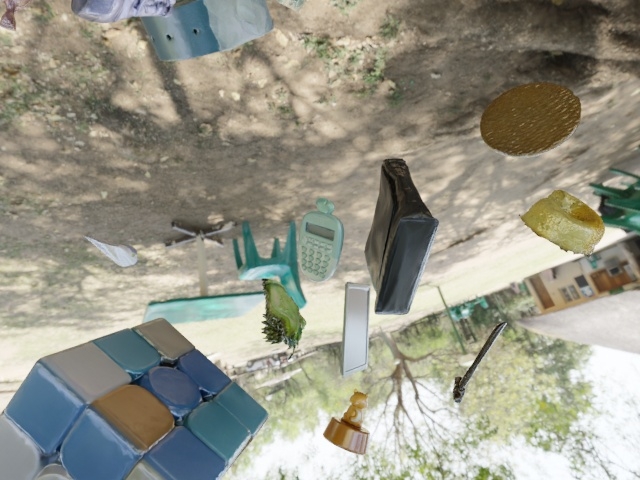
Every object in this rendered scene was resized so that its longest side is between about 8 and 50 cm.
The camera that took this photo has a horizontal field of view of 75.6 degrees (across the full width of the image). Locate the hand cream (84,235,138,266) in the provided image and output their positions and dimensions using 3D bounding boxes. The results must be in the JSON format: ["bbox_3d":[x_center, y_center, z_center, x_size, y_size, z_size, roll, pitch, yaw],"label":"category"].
[{"bbox_3d":[-0.467,0.022,0.947,0.084,0.053,0.142,16,160,11],"label":"hand cream"}]

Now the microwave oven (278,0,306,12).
[{"bbox_3d":[-0.054,-0.664,0.884,0.240,0.194,0.145,-43,-175,25],"label":"microwave oven"}]

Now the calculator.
[{"bbox_3d":[0.000,0.000,0.730,0.095,0.152,0.021,19,-166,37],"label":"calculator"}]

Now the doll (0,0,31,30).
[{"bbox_3d":[-0.621,-0.552,0.824,0.093,0.261,0.211,2,-175,-29],"label":"doll"}]

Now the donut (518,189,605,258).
[{"bbox_3d":[0.492,-0.036,0.820,0.181,0.146,0.078,-14,139,-47],"label":"donut"}]

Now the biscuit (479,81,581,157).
[{"bbox_3d":[0.595,-0.343,1.180,0.262,0.261,0.037,-25,144,15],"label":"biscuit"}]

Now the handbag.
[{"bbox_3d":[0.144,-0.007,0.780,0.080,0.222,0.246,5,127,-4],"label":"handbag"}]

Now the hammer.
[{"bbox_3d":[0.282,0.212,0.740,0.178,0.021,0.065,-69,167,20],"label":"hammer"}]

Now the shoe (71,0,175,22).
[{"bbox_3d":[-0.282,-0.374,0.616,0.138,0.244,0.095,11,128,-29],"label":"shoe"}]

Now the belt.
[{"bbox_3d":[-0.349,-0.665,1.247,0.437,0.173,0.300,8,-135,37],"label":"belt"}]

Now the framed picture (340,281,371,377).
[{"bbox_3d":[0.102,0.247,1.172,0.014,0.251,0.197,0,172,26],"label":"framed picture"}]

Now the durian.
[{"bbox_3d":[-0.114,0.233,1.211,0.132,0.375,0.106,-12,120,-16],"label":"durian"}]

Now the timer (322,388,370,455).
[{"bbox_3d":[0.092,0.495,1.153,0.132,0.152,0.132,20,167,5],"label":"timer"}]

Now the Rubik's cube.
[{"bbox_3d":[-0.366,0.405,0.781,0.346,0.347,0.344,-54,172,8],"label":"Rubik's cube"}]
